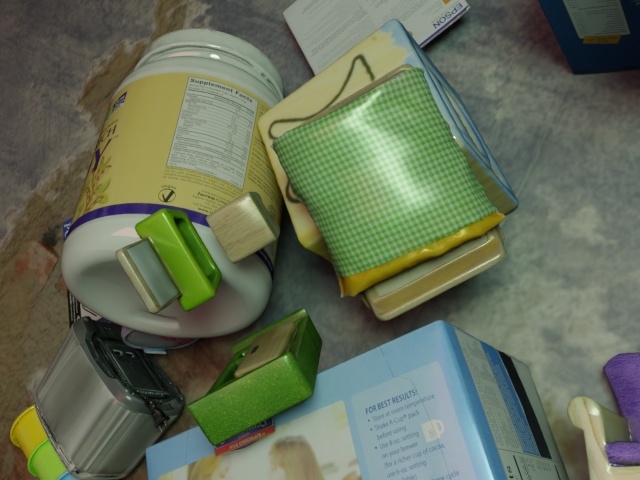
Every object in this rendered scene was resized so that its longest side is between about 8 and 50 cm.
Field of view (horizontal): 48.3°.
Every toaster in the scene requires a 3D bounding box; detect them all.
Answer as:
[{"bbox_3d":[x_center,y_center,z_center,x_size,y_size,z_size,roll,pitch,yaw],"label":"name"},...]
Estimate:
[{"bbox_3d":[-0.290,0.223,0.979,0.227,0.129,0.146,43,102,35],"label":"toaster"}]

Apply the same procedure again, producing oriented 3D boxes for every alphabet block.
[{"bbox_3d":[0.076,-0.089,0.811,0.197,0.193,0.193,-32,56,20],"label":"alphabet block"}]

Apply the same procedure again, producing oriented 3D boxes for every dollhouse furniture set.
[{"bbox_3d":[0.000,0.000,0.615,0.301,0.151,0.198,-29,95,9],"label":"dollhouse furniture set"}]

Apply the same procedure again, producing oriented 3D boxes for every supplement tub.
[{"bbox_3d":[-0.162,-0.072,0.886,0.240,0.241,0.332,-15,52,29],"label":"supplement tub"}]

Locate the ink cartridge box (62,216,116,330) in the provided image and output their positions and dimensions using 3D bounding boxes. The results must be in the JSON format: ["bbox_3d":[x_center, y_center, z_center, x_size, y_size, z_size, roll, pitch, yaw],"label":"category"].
[{"bbox_3d":[-0.357,0.045,1.140,0.097,0.046,0.207,-27,59,21],"label":"ink cartridge box"}]

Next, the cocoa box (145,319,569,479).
[{"bbox_3d":[0.042,0.260,0.676,0.347,0.228,0.232,-28,59,22],"label":"cocoa box"}]

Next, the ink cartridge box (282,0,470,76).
[{"bbox_3d":[0.075,-0.307,0.988,0.223,0.045,0.224,-35,57,18],"label":"ink cartridge box"}]

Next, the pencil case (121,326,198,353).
[{"bbox_3d":[-0.234,0.020,1.027,0.124,0.113,0.273,-35,54,38],"label":"pencil case"}]

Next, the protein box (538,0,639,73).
[{"bbox_3d":[0.333,-0.280,0.706,0.199,0.201,0.136,3,73,34],"label":"protein box"}]

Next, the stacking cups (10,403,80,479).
[{"bbox_3d":[-0.319,0.360,0.975,0.096,0.096,0.316,-51,56,7],"label":"stacking cups"}]

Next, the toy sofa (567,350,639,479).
[{"bbox_3d":[0.389,0.143,0.540,0.362,0.150,0.177,-12,67,30],"label":"toy sofa"}]
